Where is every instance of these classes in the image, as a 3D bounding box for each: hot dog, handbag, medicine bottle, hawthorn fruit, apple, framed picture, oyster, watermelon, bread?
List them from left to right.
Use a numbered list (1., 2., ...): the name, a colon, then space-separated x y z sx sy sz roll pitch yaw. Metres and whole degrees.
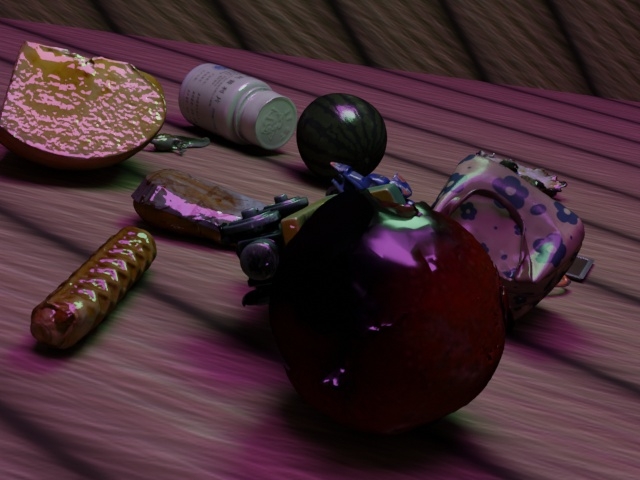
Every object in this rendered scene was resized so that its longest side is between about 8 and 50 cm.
1. apple: -0.482 -0.262 1.947 0.309 0.252 0.314 17 19 -16
2. bread: -0.315 0.059 1.374 0.077 0.084 0.367 49 16 -8
3. hot dog: -0.205 -0.050 1.733 0.271 0.081 0.162 20 29 6
4. medicine bottle: -0.205 -0.327 2.370 0.170 0.170 0.293 -11 29 -44
5. watermelon: 0.049 -0.230 2.161 0.212 0.212 0.212 9 19 -3
6. hawthorn fruit: 0.080 0.081 1.167 0.316 0.315 0.316 9 19 -3
7. handbag: 0.280 0.007 1.572 0.252 0.190 0.193 35 49 12
8. oyster: 0.466 -0.156 2.343 0.260 0.092 0.198 7 18 -35
9. framed picture: 0.442 0.034 1.902 0.183 0.011 0.142 17 21 19

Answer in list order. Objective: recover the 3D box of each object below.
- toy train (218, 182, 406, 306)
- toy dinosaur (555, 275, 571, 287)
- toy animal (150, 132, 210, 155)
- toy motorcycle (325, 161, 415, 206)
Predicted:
1. toy train: 0.000 0.000 1.430 0.237 0.150 0.369 -12 6 12
2. toy dinosaur: 0.327 0.059 1.711 0.280 0.055 0.101 -6 43 -28
3. toy animal: -0.322 -0.225 2.223 0.217 0.041 0.075 -4 22 -44
4. toy motorcycle: 0.109 -0.091 1.938 0.205 0.114 0.076 15 21 14
